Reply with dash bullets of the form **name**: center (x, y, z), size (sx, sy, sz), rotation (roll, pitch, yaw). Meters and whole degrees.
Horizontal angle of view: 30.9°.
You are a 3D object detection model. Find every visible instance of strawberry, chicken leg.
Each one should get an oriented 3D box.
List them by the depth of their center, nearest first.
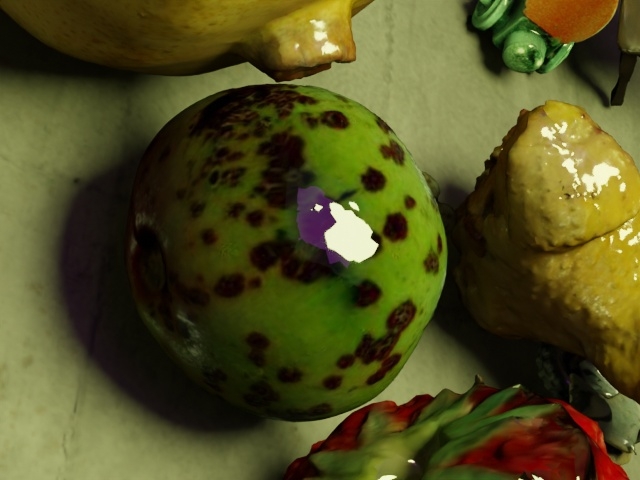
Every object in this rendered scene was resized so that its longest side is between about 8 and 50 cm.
- **strawberry**: center (0.109, 0.257, 0.771), size (0.291, 0.291, 0.310), rotation (-38, 110, -41)
- **chicken leg**: center (0.226, 0.029, 0.890), size (0.182, 0.295, 0.409), rotation (-33, 46, -5)

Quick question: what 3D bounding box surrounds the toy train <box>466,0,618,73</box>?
- **toy train**: center (0.258, -0.302, 1.205), size (0.116, 0.177, 0.286), rotation (32, 51, -16)

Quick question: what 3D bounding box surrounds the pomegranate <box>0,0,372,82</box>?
- **pomegranate**: center (-0.082, -0.289, 0.821), size (0.416, 0.416, 0.417), rotation (16, 60, -28)

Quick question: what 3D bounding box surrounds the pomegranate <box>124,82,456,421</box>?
- **pomegranate**: center (0.002, 0.016, 0.852), size (0.306, 0.242, 0.242), rotation (19, 57, -46)

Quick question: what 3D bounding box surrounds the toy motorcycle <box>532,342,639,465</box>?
- **toy motorcycle**: center (0.234, 0.188, 0.999), size (0.129, 0.094, 0.229), rotation (31, 52, -20)

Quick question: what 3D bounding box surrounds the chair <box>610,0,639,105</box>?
- **chair**: center (0.379, -0.266, 1.141), size (0.160, 0.319, 0.186), rotation (7, 73, 10)
